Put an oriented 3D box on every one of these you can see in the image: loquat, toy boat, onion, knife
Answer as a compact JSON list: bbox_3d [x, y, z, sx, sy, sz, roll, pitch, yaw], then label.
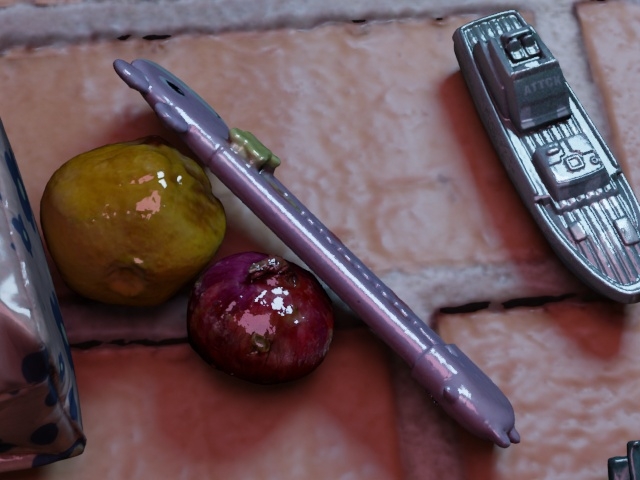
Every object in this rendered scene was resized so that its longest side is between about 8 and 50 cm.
[{"bbox_3d":[-0.133,-0.016,1.227,0.137,0.113,0.137,-16,32,10],"label":"loquat"},{"bbox_3d":[0.176,-0.064,1.285,0.078,0.085,0.260,-19,64,-13],"label":"toy boat"},{"bbox_3d":[-0.041,0.051,1.208,0.107,0.097,0.107,9,42,-8],"label":"onion"},{"bbox_3d":[0.001,0.000,1.233,0.398,0.132,0.038,46,102,14],"label":"knife"}]

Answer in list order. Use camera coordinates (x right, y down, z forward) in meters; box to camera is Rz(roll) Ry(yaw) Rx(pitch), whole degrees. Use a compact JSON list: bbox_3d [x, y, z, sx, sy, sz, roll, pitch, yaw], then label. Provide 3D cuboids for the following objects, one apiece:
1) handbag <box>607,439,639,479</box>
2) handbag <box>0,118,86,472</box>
[{"bbox_3d":[0.363,0.233,1.133,0.326,0.089,0.238,-2,64,-1],"label":"handbag"},{"bbox_3d":[-0.276,0.039,1.154,0.193,0.190,0.251,-15,57,-8],"label":"handbag"}]
